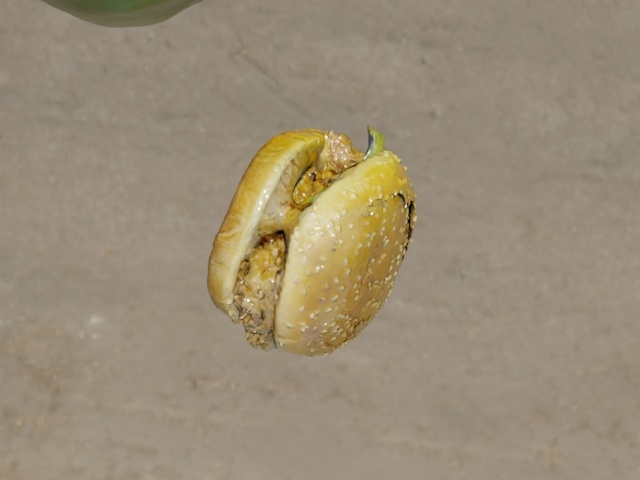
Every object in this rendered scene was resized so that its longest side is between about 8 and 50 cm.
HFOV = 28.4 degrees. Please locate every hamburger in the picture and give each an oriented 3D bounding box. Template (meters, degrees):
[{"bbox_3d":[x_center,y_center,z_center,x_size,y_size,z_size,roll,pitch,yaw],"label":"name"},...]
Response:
[{"bbox_3d":[-0.005,0.007,1.014,0.191,0.118,0.182,-32,136,-46],"label":"hamburger"}]

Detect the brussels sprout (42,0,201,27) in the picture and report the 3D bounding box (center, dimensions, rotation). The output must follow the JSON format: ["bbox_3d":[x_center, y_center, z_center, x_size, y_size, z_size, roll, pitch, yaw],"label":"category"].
[{"bbox_3d":[-0.136,-0.364,1.055,0.371,0.275,0.315,-55,158,-10],"label":"brussels sprout"}]
